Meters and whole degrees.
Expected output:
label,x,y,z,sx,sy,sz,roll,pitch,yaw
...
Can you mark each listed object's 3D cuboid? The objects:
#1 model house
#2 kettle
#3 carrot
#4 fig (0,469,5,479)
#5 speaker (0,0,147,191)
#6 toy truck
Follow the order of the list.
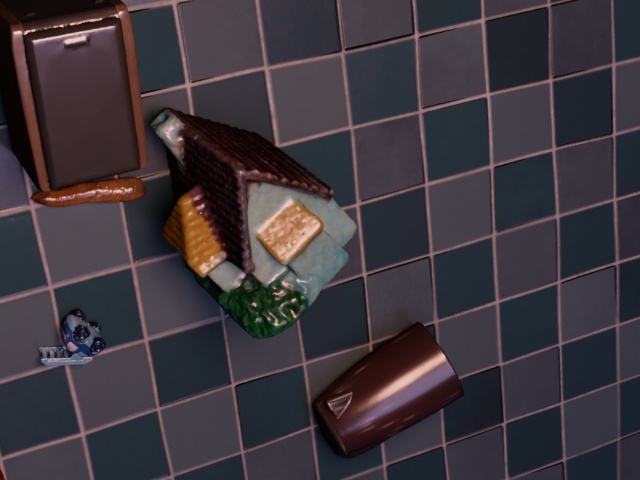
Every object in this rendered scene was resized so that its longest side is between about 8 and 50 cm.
label,x,y,z,sx,sy,sz,roll,pitch,yaw
model house,-0.129,-0.050,1.713,0.230,0.280,0.249,-48,127,-4
kettle,0.103,0.263,2.049,0.232,0.144,0.202,-30,150,-6
carrot,-0.327,-0.068,1.755,0.165,0.035,0.036,-6,111,-22
fig,-0.545,0.388,1.775,0.143,0.160,0.231,35,131,-11
speaker,-0.331,-0.203,1.614,0.153,0.192,0.231,-16,119,-22
toy truck,-0.366,0.153,1.810,0.090,0.056,0.073,-39,128,6
